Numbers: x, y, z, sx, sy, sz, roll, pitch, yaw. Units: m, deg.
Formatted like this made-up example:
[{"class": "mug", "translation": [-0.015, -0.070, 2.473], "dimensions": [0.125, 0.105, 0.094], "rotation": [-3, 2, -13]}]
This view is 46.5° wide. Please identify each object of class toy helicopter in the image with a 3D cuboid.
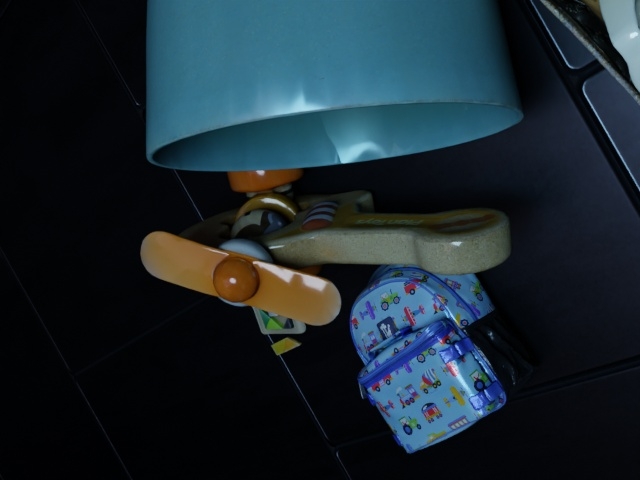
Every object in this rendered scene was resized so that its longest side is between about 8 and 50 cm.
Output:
[{"class": "toy helicopter", "translation": [0.000, 0.000, 0.695], "dimensions": [0.355, 0.235, 0.140], "rotation": [1, 109, 38]}]

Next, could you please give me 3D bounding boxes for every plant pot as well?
[{"class": "plant pot", "translation": [-0.003, -0.191, 0.592], "dimensions": [0.293, 0.293, 0.235], "rotation": [-8, 89, 40]}]

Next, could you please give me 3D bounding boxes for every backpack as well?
[{"class": "backpack", "translation": [0.102, 0.099, 0.741], "dimensions": [0.158, 0.117, 0.173], "rotation": [-36, 83, 41]}]

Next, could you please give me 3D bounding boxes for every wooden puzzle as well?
[{"class": "wooden puzzle", "translation": [-0.056, 0.087, 0.926], "dimensions": [0.079, 0.014, 0.116], "rotation": [-18, 97, 41]}]

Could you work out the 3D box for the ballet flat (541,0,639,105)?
[{"class": "ballet flat", "translation": [0.192, -0.175, 0.487], "dimensions": [0.316, 0.106, 0.107], "rotation": [40, 139, -10]}]
